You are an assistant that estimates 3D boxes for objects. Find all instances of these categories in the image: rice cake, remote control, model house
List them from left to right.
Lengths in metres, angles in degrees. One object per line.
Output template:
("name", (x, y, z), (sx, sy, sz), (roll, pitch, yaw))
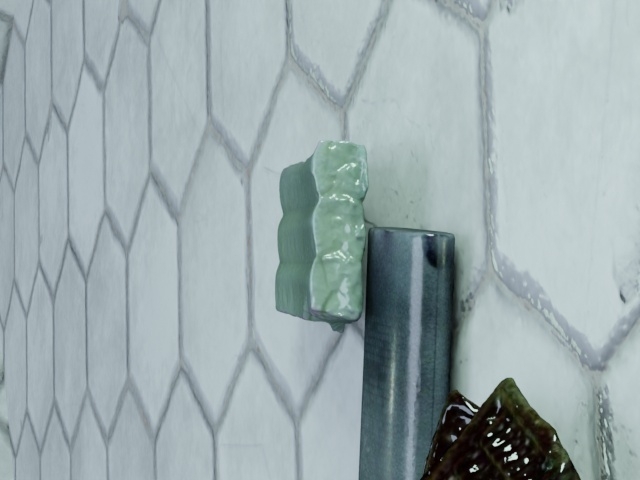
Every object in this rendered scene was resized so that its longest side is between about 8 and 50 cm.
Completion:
("rice cake", (0.000, 0.000, 1.187), (0.237, 0.043, 0.127), (-178, 90, -83))
("remote control", (0.050, 0.181, 1.074), (0.107, 0.044, 0.377), (-170, 82, -78))
("model house", (0.081, 0.142, 0.882), (0.165, 0.106, 0.152), (-128, 40, -56))
